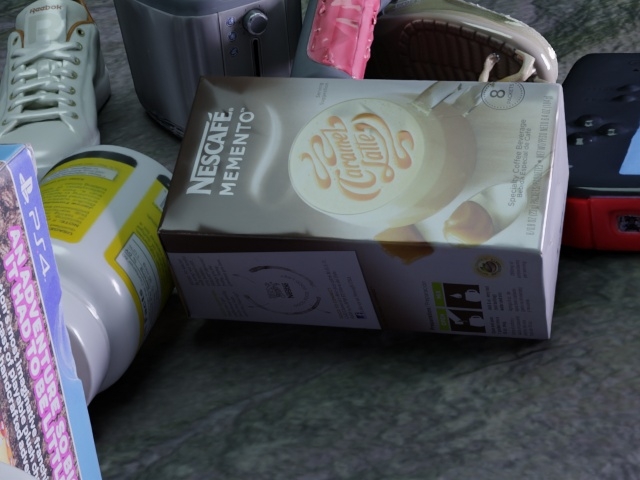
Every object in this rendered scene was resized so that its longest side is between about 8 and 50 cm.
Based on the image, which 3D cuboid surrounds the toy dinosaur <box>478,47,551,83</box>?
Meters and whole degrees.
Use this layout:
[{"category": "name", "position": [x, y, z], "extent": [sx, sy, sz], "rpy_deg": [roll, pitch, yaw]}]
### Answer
[{"category": "toy dinosaur", "position": [0.141, -0.097, 1.315], "extent": [0.092, 0.053, 0.183], "rpy_deg": [-54, 25, -8]}]

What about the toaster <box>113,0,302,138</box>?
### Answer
[{"category": "toaster", "position": [-0.101, -0.176, 1.478], "extent": [0.129, 0.146, 0.227], "rpy_deg": [-20, 28, -25]}]

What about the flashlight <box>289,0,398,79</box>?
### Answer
[{"category": "flashlight", "position": [0.021, -0.150, 1.333], "extent": [0.103, 0.103, 0.304], "rpy_deg": [7, 49, 7]}]

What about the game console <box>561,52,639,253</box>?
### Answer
[{"category": "game console", "position": [0.356, -0.083, 1.254], "extent": [0.386, 0.060, 0.342], "rpy_deg": [2, 28, 18]}]

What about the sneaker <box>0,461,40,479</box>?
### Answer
[{"category": "sneaker", "position": [-0.087, 0.213, 0.493], "extent": [0.104, 0.296, 0.147], "rpy_deg": [-6, 25, 1]}]

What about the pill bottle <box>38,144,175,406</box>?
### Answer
[{"category": "pill bottle", "position": [-0.163, 0.030, 1.102], "extent": [0.119, 0.119, 0.208], "rpy_deg": [-1, 26, 14]}]

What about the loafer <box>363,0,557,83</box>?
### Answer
[{"category": "loafer", "position": [0.102, -0.169, 1.456], "extent": [0.268, 0.102, 0.092], "rpy_deg": [16, 41, 42]}]

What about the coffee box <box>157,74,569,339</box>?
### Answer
[{"category": "coffee box", "position": [0.032, -0.024, 1.109], "extent": [0.246, 0.098, 0.141], "rpy_deg": [2, 54, 13]}]

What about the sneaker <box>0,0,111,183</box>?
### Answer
[{"category": "sneaker", "position": [-0.246, -0.137, 1.472], "extent": [0.106, 0.123, 0.290], "rpy_deg": [-6, 27, 0]}]

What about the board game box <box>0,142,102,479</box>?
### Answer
[{"category": "board game box", "position": [-0.239, 0.114, 0.820], "extent": [0.141, 0.232, 0.291], "rpy_deg": [0, 26, 17]}]
